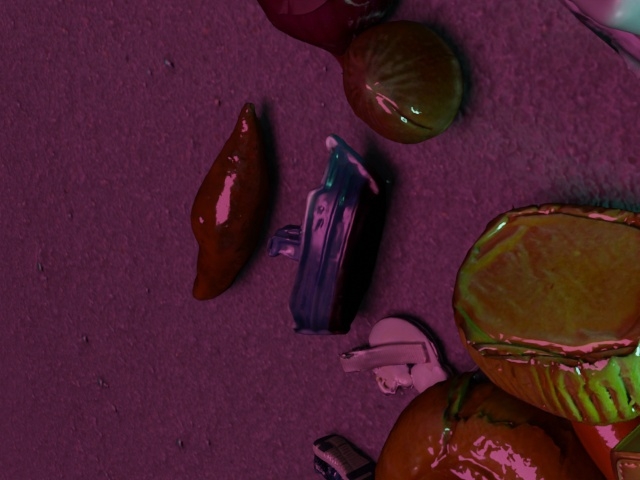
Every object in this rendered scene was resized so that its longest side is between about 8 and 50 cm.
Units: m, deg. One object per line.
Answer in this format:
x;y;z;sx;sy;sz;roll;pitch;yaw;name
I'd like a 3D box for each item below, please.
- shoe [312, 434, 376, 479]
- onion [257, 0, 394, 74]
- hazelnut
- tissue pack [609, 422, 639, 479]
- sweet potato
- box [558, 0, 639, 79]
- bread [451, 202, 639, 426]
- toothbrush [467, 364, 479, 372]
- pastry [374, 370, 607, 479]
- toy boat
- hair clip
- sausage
0.041;0.351;1.723;0.143;0.064;0.071;34;127;32;shoe
0.010;-0.293;1.438;0.195;0.140;0.218;-1;110;37;onion
0.098;-0.190;1.380;0.150;0.150;0.150;19;120;38;hazelnut
0.433;0.315;1.236;0.145;0.194;0.275;-3;105;45;tissue pack
-0.135;-0.037;1.698;0.112;0.112;0.359;33;125;30;sweet potato
0.309;-0.336;1.101;0.264;0.106;0.337;53;138;35;box
0.282;0.074;1.266;0.253;0.227;0.142;14;150;34;bread
0.195;0.182;1.540;0.011;0.013;0.131;44;132;8;toothbrush
0.223;0.344;1.477;0.356;0.164;0.356;13;112;34;pastry
0.000;0.000;1.562;0.142;0.129;0.309;22;121;19;toy boat
0.105;0.160;1.593;0.172;0.049;0.116;-10;104;41;hair clip
0.337;0.199;1.351;0.098;0.098;0.238;-35;80;46;sausage
